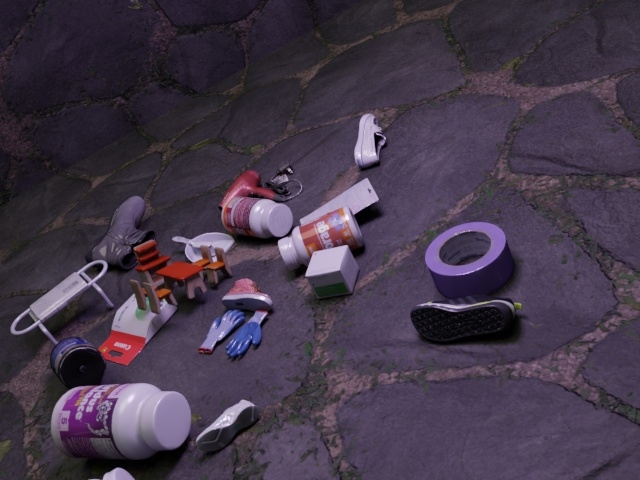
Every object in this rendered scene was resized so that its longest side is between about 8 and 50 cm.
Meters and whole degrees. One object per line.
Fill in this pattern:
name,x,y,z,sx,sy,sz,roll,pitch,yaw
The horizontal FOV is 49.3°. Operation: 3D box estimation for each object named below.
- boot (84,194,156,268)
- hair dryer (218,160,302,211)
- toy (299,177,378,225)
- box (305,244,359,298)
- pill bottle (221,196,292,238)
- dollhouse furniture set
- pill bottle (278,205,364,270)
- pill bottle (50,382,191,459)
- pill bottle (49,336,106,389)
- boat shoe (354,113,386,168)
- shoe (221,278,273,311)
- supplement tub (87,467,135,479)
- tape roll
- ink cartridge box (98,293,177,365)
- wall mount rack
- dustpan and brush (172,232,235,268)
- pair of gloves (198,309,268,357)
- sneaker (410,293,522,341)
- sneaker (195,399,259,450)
boot,-0.663,-0.026,2.481,0.223,0.118,0.338,0,51,33
hair dryer,-0.217,-0.177,2.372,0.294,0.080,0.223,-25,31,4
toy,0.060,-0.074,2.029,0.237,0.056,0.137,-29,34,6
box,0.032,0.081,1.785,0.101,0.087,0.102,-12,34,25
pill bottle,-0.196,-0.070,2.155,0.221,0.121,0.121,9,46,45
dollhouse furniture set,-0.438,0.083,2.030,0.262,0.135,0.259,-29,23,-38
pill bottle,0.000,0.000,1.899,0.216,0.121,0.121,-23,31,7
pill bottle,-0.450,0.411,1.586,0.302,0.169,0.169,-9,35,28
pill bottle,-0.669,0.330,1.903,0.123,0.122,0.219,-41,21,-21
boat shoe,0.175,-0.332,2.305,0.084,0.095,0.258,-9,46,21
shoe,-0.185,0.144,1.881,0.178,0.063,0.081,-4,43,41
supplement tub,-0.464,0.579,1.321,0.272,0.191,0.191,-32,31,-7
tape roll,0.343,0.046,1.607,0.189,0.080,0.189,-19,32,13
ink cartridge box,-0.547,0.249,2.018,0.181,0.056,0.224,3,41,41
wall mount rack,-0.824,0.200,2.243,0.350,0.130,0.304,-40,36,-20
dustpan and brush,-0.397,0.018,2.236,0.211,0.060,0.147,4,43,41
pair of gloves,-0.221,0.239,1.809,0.198,0.023,0.159,1,42,39
sneaker,0.310,0.161,1.487,0.235,0.084,0.097,-4,14,32
sneaker,-0.207,0.406,1.528,0.152,0.053,0.061,-31,21,-18
